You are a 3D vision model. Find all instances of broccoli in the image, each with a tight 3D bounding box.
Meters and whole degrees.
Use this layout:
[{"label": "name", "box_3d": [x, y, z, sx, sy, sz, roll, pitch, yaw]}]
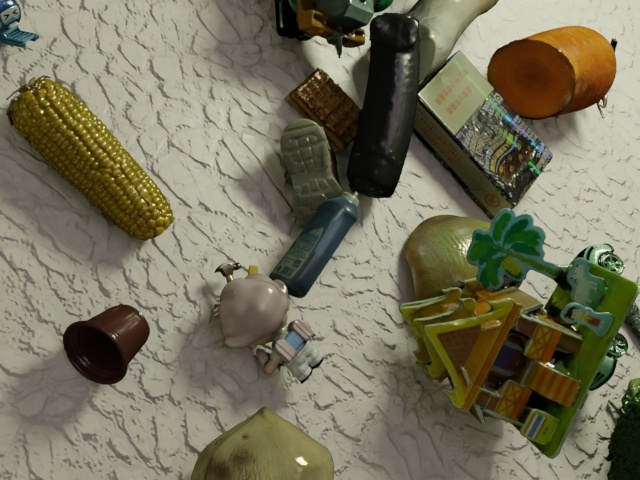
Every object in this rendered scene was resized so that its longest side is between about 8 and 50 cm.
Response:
[{"label": "broccoli", "box_3d": [0.673, 0.381, 1.733, 0.304, 0.321, 0.283, 8, 29, -13]}]

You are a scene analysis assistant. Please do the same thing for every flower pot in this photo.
[{"label": "flower pot", "box_3d": [-0.304, 0.142, 1.313, 0.111, 0.111, 0.089, 48, 39, -6]}]

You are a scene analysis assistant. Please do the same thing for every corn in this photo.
[{"label": "corn", "box_3d": [-0.350, -0.123, 1.390, 0.305, 0.106, 0.106, 46, 53, -8]}]

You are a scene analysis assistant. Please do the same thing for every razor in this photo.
[{"label": "razor", "box_3d": [0.121, -0.244, 1.639, 0.107, 0.189, 0.326, 8, 87, 4]}]

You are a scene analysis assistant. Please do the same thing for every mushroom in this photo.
[{"label": "mushroom", "box_3d": [0.258, -0.461, 1.878, 0.126, 0.177, 0.397, 56, 48, -20]}]

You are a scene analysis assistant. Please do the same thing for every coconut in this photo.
[{"label": "coconut", "box_3d": [-0.083, 0.351, 1.296, 0.224, 0.224, 0.224, 13, 64, -27]}]

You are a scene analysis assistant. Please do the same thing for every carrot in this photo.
[{"label": "carrot", "box_3d": [0.553, -0.378, 2.006, 0.331, 0.193, 0.214, -22, 45, -41]}]

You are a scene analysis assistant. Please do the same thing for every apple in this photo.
[{"label": "apple", "box_3d": [0.278, 0.022, 1.718, 0.265, 0.120, 0.193, -6, 63, -37]}]

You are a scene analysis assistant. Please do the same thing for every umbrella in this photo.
[{"label": "umbrella", "box_3d": [0.686, 0.172, 1.947, 0.046, 0.050, 0.188, -36, 91, -16]}]

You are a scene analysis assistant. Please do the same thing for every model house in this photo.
[{"label": "model house", "box_3d": [0.314, 0.135, 1.536, 0.313, 0.242, 0.357, 24, 98, -18]}]

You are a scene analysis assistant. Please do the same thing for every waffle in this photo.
[{"label": "waffle", "box_3d": [0.016, -0.248, 1.711, 0.148, 0.042, 0.102, 46, 52, -7]}]

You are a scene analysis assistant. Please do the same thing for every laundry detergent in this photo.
[{"label": "laundry detergent", "box_3d": [-0.001, -0.001, 1.522, 0.061, 0.097, 0.206, 39, 78, -18]}]

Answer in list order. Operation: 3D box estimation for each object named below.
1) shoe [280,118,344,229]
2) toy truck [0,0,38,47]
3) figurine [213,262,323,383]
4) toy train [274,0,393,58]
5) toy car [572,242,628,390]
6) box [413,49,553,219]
[{"label": "shoe", "box_3d": [-0.013, -0.112, 1.617, 0.099, 0.125, 0.227, -16, 105, -1]}, {"label": "toy truck", "box_3d": [-0.488, -0.338, 1.414, 0.090, 0.073, 0.056, 48, 53, -5]}, {"label": "figurine", "box_3d": [-0.089, 0.132, 1.439, 0.137, 0.112, 0.229, -45, 98, -14]}, {"label": "toy train", "box_3d": [-0.012, -0.544, 1.703, 0.178, 0.249, 0.429, 5, 80, -52]}, {"label": "toy car", "box_3d": [0.532, 0.145, 1.815, 0.125, 0.136, 0.305, 9, 62, -5]}, {"label": "box", "box_3d": [0.322, -0.222, 1.867, 0.310, 0.084, 0.198, 47, 53, -6]}]
